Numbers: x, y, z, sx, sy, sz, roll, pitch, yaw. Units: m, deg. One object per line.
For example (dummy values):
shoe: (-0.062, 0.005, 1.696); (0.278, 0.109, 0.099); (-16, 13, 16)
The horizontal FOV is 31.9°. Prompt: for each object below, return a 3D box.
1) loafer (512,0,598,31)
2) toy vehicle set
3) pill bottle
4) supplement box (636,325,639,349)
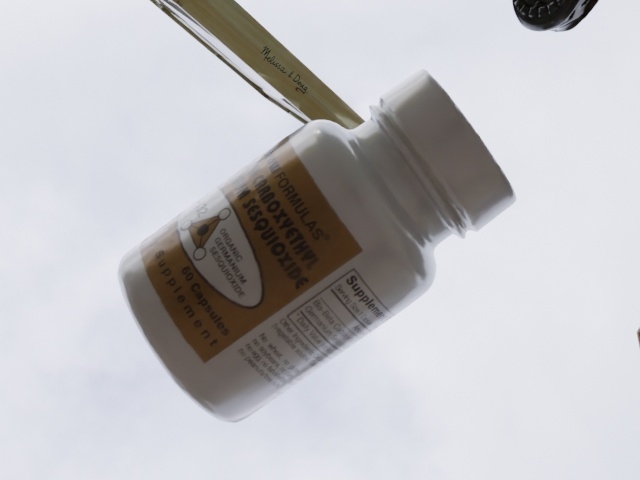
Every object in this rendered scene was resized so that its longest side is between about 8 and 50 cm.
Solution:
loafer: (0.230, -0.251, 0.884); (0.078, 0.080, 0.220); (34, -96, -44)
toy vehicle set: (-0.078, -0.187, 1.065); (0.035, 0.267, 0.166); (-53, -134, 1)
pill bottle: (0.000, 0.000, 0.702); (0.229, 0.131, 0.131); (-35, -96, 5)
supplement box: (0.332, 0.056, 0.704); (0.194, 0.191, 0.129); (-49, -48, -37)
